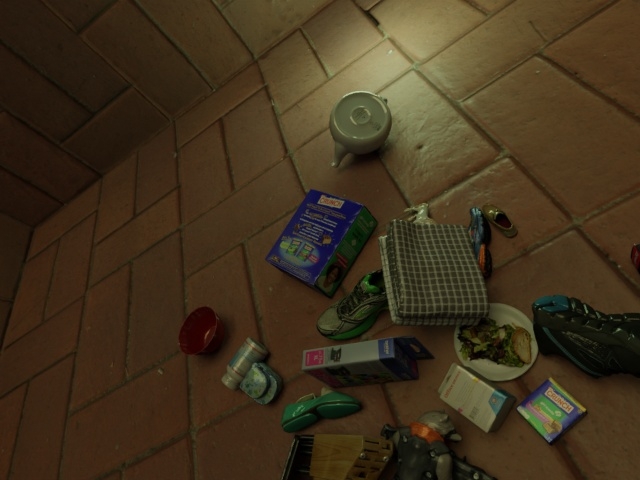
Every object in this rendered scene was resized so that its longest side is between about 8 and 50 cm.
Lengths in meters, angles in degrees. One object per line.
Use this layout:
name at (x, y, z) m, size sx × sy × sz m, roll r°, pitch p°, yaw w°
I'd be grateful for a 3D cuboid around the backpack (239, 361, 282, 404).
backpack at (-0.184, 0.447, 1.255) m, size 0.114 × 0.084 × 0.105 m, roll 32°, pitch 86°, yaw 17°

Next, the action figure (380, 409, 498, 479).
action figure at (0.247, 0.535, 0.861) m, size 0.340 × 0.178 × 0.331 m, roll 4°, pitch 66°, yaw 33°

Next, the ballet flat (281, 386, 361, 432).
ballet flat at (-0.005, 0.464, 1.143) m, size 0.247 × 0.083 × 0.087 m, roll -25°, pitch 36°, yaw 16°

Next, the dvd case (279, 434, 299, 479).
dvd case at (-0.098, 0.627, 1.050) m, size 0.018 × 0.165 × 0.222 m, roll 18°, pitch 68°, yaw 5°

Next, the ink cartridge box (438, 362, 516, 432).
ink cartridge box at (0.360, 0.361, 0.945) m, size 0.143 × 0.089 × 0.092 m, roll 31°, pitch 93°, yaw 42°

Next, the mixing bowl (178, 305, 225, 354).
mixing bowl at (-0.420, 0.344, 1.482) m, size 0.181 × 0.098 × 0.182 m, roll -17°, pitch 52°, yaw 23°

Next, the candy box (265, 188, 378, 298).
candy box at (0.000, 0.000, 1.413) m, size 0.268 × 0.122 × 0.317 m, roll 23°, pitch 77°, yaw 42°

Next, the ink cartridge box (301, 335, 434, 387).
ink cartridge box at (0.128, 0.327, 1.068) m, size 0.310 × 0.186 × 0.065 m, roll -18°, pitch 50°, yaw 23°

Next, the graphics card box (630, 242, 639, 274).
graphics card box at (0.826, 0.139, 0.790) m, size 0.232 × 0.094 × 0.372 m, roll -19°, pitch 53°, yaw 23°

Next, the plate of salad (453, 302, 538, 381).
plate of salad at (0.433, 0.247, 1.011) m, size 0.199 × 0.048 × 0.200 m, roll -17°, pitch 54°, yaw 24°

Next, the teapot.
teapot at (0.153, -0.435, 1.565) m, size 0.255 × 0.187 × 0.253 m, roll -7°, pitch 74°, yaw 0°

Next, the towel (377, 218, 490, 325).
towel at (0.288, 0.076, 1.052) m, size 0.234 × 0.121 × 0.284 m, roll -1°, pitch 58°, yaw -4°

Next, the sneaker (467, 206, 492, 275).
sneaker at (0.434, -0.002, 1.155) m, size 0.087 × 0.083 × 0.222 m, roll -10°, pitch 54°, yaw 35°

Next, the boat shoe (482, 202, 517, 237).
boat shoe at (0.515, -0.068, 1.165) m, size 0.050 × 0.045 × 0.135 m, roll -38°, pitch 47°, yaw 7°

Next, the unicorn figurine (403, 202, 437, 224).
unicorn figurine at (0.319, -0.063, 1.282) m, size 0.111 × 0.060 × 0.162 m, roll -12°, pitch 55°, yaw 28°

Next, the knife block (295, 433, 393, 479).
knife block at (0.037, 0.516, 0.998) m, size 0.276 × 0.088 × 0.242 m, roll -63°, pitch 25°, yaw 13°

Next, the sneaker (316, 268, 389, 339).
sneaker at (0.124, 0.168, 1.203) m, size 0.343 × 0.146 × 0.134 m, roll -36°, pitch 48°, yaw 9°

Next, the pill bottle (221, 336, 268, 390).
pill bottle at (-0.252, 0.409, 1.335) m, size 0.087 × 0.087 × 0.160 m, roll 30°, pitch 80°, yaw 42°

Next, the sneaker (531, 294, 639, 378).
sneaker at (0.615, 0.222, 0.830) m, size 0.124 × 0.140 × 0.340 m, roll -22°, pitch 24°, yaw -30°

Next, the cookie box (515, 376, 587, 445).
cookie box at (0.504, 0.373, 0.885) m, size 0.107 × 0.040 × 0.092 m, roll -43°, pitch 46°, yaw 1°
